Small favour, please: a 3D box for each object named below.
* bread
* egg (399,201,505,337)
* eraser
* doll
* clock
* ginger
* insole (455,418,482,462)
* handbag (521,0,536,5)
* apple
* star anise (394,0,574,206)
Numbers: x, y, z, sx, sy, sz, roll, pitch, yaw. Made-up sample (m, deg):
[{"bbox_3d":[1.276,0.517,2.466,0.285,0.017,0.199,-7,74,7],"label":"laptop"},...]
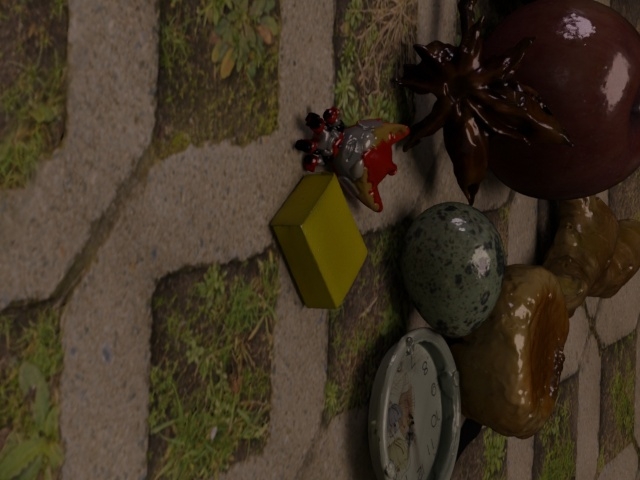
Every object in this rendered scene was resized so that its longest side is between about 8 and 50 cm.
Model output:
[{"bbox_3d":[0.257,0.149,1.715,0.244,0.134,0.244,2,87,-64],"label":"bread"},{"bbox_3d":[0.167,0.037,1.561,0.132,0.132,0.172,-11,100,-58],"label":"egg"},{"bbox_3d":[0.000,0.000,1.369,0.097,0.045,0.122,-59,137,-39],"label":"eraser"},{"bbox_3d":[0.035,-0.101,1.414,0.169,0.057,0.109,18,91,-44],"label":"doll"},{"bbox_3d":[0.111,0.225,1.558,0.236,0.053,0.236,-3,94,-61],"label":"clock"},{"bbox_3d":[0.436,0.029,2.052,0.348,0.122,0.363,-66,148,-29],"label":"ginger"},{"bbox_3d":[0.211,0.276,1.776,0.135,0.002,0.045,-44,127,-49],"label":"insole"},{"bbox_3d":[0.329,-0.470,1.826,0.257,0.113,0.285,31,58,-62],"label":"handbag"},{"bbox_3d":[0.349,-0.199,1.749,0.306,0.235,0.305,-20,113,-58],"label":"apple"},{"bbox_3d":[0.213,-0.216,1.575,0.148,0.237,0.346,-156,-106,-88],"label":"star anise"}]
